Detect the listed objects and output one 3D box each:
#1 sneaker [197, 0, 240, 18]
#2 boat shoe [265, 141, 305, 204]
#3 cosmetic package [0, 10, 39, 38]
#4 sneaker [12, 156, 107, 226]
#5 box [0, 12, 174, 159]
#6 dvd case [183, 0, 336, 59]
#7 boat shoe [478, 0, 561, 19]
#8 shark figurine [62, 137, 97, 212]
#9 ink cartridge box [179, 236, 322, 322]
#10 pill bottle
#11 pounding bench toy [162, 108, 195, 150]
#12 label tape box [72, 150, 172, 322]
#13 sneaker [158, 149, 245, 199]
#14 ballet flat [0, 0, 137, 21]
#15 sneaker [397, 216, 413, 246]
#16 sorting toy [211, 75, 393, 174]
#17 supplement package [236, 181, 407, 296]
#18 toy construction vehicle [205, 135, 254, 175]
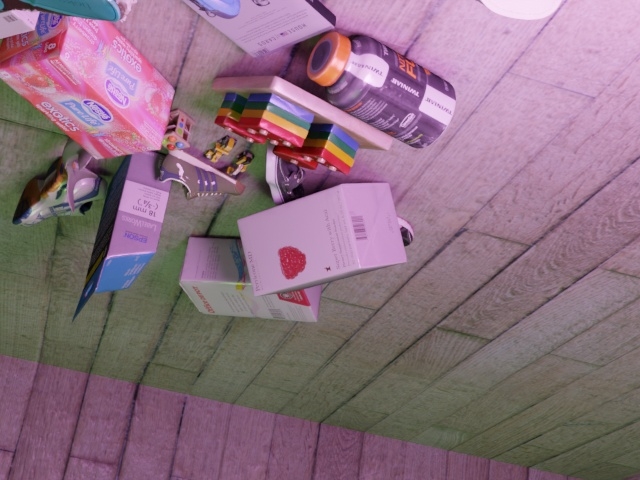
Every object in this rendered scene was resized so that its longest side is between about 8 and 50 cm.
[{"bbox_3d":[-0.175,-0.419,1.534,0.082,0.069,0.209,-27,119,27],"label":"sneaker"},{"bbox_3d":[-0.067,-0.133,2.130,0.076,0.080,0.228,0,155,4],"label":"boat shoe"},{"bbox_3d":[-0.572,-0.382,1.747,0.239,0.098,0.060,-6,153,29],"label":"cosmetic package"},{"bbox_3d":[-0.589,-0.083,2.353,0.131,0.111,0.296,25,150,-32],"label":"sneaker"},{"bbox_3d":[-0.409,-0.283,1.846,0.154,0.142,0.300,-6,151,25],"label":"box"},{"bbox_3d":[-0.116,-0.387,1.671,0.179,0.029,0.239,-13,147,37],"label":"dvd case"},{"bbox_3d":[0.208,-0.407,1.493,0.319,0.116,0.099,14,-162,-26],"label":"boat shoe"},{"bbox_3d":[-0.475,-0.168,2.109,0.166,0.116,0.278,31,136,-32],"label":"shark figurine"},{"bbox_3d":[-0.165,0.097,2.569,0.306,0.131,0.226,4,155,12],"label":"ink cartridge box"},{"bbox_3d":[0.098,-0.258,1.753,0.246,0.130,0.130,24,151,-30],"label":"pill bottle"},{"bbox_3d":[-0.295,-0.219,2.031,0.052,0.065,0.083,-10,149,33],"label":"pounding bench toy"},{"bbox_3d":[-0.415,0.002,2.215,0.106,0.333,0.240,17,153,-18],"label":"label tape box"},{"bbox_3d":[-0.254,-0.120,2.182,0.192,0.086,0.064,28,177,-31],"label":"sneaker"},{"bbox_3d":[-0.470,-0.420,1.598,0.409,0.147,0.147,9,154,3],"label":"ballet flat"},{"bbox_3d":[0.132,-0.019,2.299,0.178,0.077,0.072,28,149,-36],"label":"sneaker"},{"bbox_3d":[-0.048,-0.197,1.860,0.255,0.089,0.257,24,175,-29],"label":"sorting toy"},{"bbox_3d":[0.000,0.000,2.188,0.293,0.177,0.175,-17,174,37],"label":"supplement package"},{"bbox_3d":[-0.186,-0.169,2.136,0.086,0.035,0.098,26,149,-32],"label":"toy construction vehicle"}]
